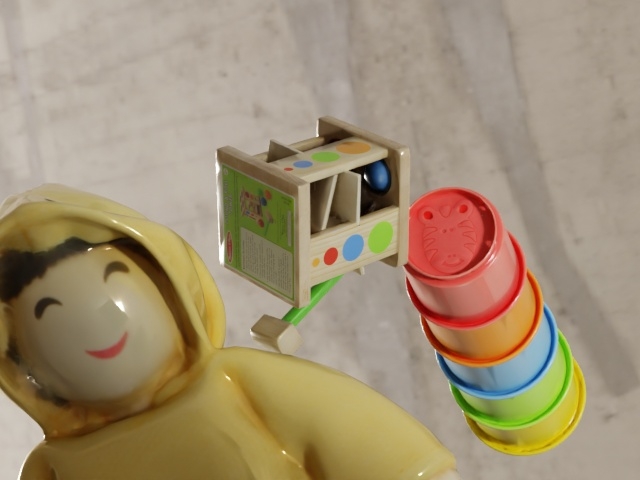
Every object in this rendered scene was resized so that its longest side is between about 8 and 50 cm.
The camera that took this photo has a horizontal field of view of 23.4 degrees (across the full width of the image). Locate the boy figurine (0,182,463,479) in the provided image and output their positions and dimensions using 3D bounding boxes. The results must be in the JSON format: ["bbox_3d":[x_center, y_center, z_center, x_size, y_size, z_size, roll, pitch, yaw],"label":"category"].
[{"bbox_3d":[-0.029,0.105,0.512,0.177,0.092,0.285,-22,-96,6],"label":"boy figurine"}]

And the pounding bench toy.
[{"bbox_3d":[0.000,0.000,0.626,0.052,0.065,0.083,26,-55,44],"label":"pounding bench toy"}]

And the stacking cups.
[{"bbox_3d":[0.113,0.062,1.012,0.096,0.096,0.316,54,0,25],"label":"stacking cups"}]
